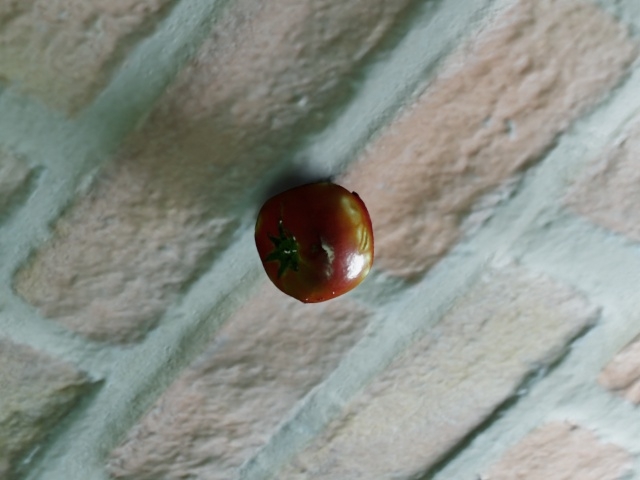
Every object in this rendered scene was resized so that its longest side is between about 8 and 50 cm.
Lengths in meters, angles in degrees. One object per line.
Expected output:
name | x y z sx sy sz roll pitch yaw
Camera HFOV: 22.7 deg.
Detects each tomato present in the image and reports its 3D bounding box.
tomato | 0.000 0.000 1.101 0.075 0.087 0.087 -22 147 -46
